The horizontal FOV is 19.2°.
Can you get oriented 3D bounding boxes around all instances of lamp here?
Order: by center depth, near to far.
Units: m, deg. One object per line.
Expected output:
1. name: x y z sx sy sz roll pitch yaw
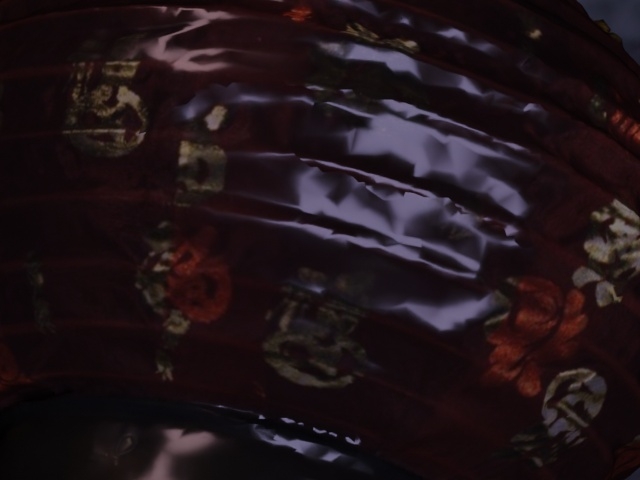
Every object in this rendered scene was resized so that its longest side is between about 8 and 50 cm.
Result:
1. lamp: 0.000 0.000 0.543 0.247 0.247 0.247 -1 97 -10
